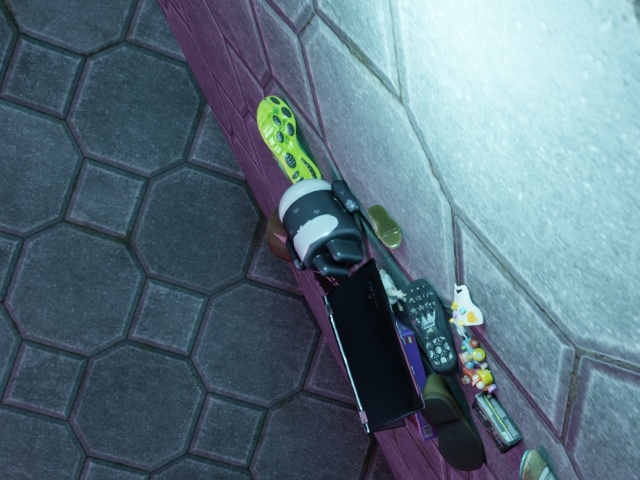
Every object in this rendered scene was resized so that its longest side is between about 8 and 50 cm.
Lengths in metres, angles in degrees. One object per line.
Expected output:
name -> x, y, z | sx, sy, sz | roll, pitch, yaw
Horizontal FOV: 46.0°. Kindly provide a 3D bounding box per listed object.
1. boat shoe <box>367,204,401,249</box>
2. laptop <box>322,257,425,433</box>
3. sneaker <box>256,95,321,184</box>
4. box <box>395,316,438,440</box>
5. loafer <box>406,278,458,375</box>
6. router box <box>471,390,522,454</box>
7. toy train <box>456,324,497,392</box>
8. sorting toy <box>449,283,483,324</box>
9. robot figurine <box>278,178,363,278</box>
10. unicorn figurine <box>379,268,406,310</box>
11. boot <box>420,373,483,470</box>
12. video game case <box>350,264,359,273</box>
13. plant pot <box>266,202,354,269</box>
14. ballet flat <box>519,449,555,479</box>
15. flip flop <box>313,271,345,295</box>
boat shoe -> 0.147, -0.024, 1.672 | 0.045, 0.050, 0.135 | 68, 180, -46
laptop -> 0.180, 0.285, 1.986 | 0.408, 0.236, 0.381 | 18, -129, -61
sneaker -> -0.103, -0.266, 2.148 | 0.295, 0.110, 0.123 | 65, 167, -13
box -> 0.240, 0.367, 2.038 | 0.201, 0.057, 0.293 | -143, 36, -79
loafer -> 0.237, 0.186, 1.606 | 0.078, 0.076, 0.223 | 53, -162, -56
router box -> 0.372, 0.384, 1.603 | 0.122, 0.038, 0.092 | 58, 170, 26
toy train -> 0.309, 0.259, 1.573 | 0.125, 0.046, 0.166 | 45, 161, 60
sorting toy -> 0.271, 0.121, 1.443 | 0.083, 0.045, 0.075 | -177, 79, -79
robot figurine -> 0.003, -0.032, 1.947 | 0.278, 0.209, 0.173 | 61, 175, 33
unicorn figurine -> 0.178, 0.132, 1.885 | 0.162, 0.060, 0.111 | 50, 169, 44
boot -> 0.341, 0.466, 1.927 | 0.305, 0.112, 0.115 | 62, -157, -27
video game case -> 0.098, 0.071, 2.305 | 0.122, 0.011, 0.087 | 66, 170, -20
plant pot -> 0.000, 0.000, 2.132 | 0.230, 0.215, 0.215 | 32, 151, 45
ballet flat -> 0.436, 0.482, 1.502 | 0.067, 0.073, 0.206 | 23, 152, 31
flip flop -> 0.071, 0.193, 2.555 | 0.277, 0.112, 0.080 | 59, -164, 10
